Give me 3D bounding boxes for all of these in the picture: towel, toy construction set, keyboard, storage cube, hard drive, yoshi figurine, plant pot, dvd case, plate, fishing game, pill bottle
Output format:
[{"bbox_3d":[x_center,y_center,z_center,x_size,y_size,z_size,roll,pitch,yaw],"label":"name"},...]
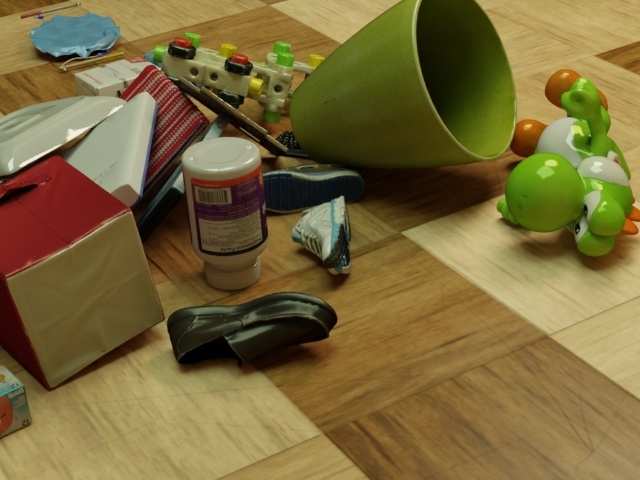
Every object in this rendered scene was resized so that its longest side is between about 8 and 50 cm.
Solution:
[{"bbox_3d":[-0.291,-0.169,2.041,0.199,0.031,0.275,-48,37,3],"label":"towel"},{"bbox_3d":[-0.166,-0.290,2.201,0.327,0.151,0.215,3,16,13],"label":"toy construction set"},{"bbox_3d":[0.016,-0.170,2.099,0.192,0.038,0.100,9,32,20],"label":"keyboard"},{"bbox_3d":[-0.338,0.038,1.611,0.183,0.215,0.193,-31,40,-25],"label":"storage cube"},{"bbox_3d":[-0.343,-0.090,1.902,0.210,0.040,0.319,-35,26,16],"label":"hard drive"},{"bbox_3d":[0.341,-0.115,1.831,0.203,0.204,0.362,-16,31,11],"label":"yoshi figurine"},{"bbox_3d":[0.104,-0.220,1.938,0.293,0.275,0.275,-15,19,37],"label":"plant pot"},{"bbox_3d":[-0.219,-0.073,1.854,0.022,0.180,0.253,37,32,-9],"label":"dvd case"},{"bbox_3d":[-0.497,-0.173,2.080,0.277,0.045,0.278,-4,25,42],"label":"plate"},{"bbox_3d":[-0.502,-0.418,2.598,0.189,0.041,0.264,-21,42,-25],"label":"fishing game"},{"bbox_3d":[-0.127,-0.034,1.724,0.108,0.194,0.108,-3,30,2],"label":"pill bottle"}]

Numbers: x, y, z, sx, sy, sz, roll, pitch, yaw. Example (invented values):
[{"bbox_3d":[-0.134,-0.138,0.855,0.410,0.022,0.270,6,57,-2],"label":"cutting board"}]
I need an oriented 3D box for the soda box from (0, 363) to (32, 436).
[{"bbox_3d":[-0.433,0.214,1.470,0.183,0.058,0.063,-24,35,-29],"label":"soda box"}]

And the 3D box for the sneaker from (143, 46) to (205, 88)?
[{"bbox_3d":[-0.279,-0.317,2.369,0.162,0.063,0.073,15,38,30],"label":"sneaker"}]

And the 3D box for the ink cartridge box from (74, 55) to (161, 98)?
[{"bbox_3d":[-0.372,-0.288,2.334,0.135,0.056,0.099,-22,34,-28],"label":"ink cartridge box"}]

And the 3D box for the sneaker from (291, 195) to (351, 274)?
[{"bbox_3d":[0.000,0.000,1.788,0.082,0.071,0.191,-9,21,4],"label":"sneaker"}]

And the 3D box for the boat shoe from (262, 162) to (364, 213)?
[{"bbox_3d":[-0.028,-0.084,1.938,0.183,0.066,0.066,0,24,-13],"label":"boat shoe"}]

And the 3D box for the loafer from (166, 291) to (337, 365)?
[{"bbox_3d":[-0.085,0.123,1.581,0.220,0.080,0.078,-9,52,11],"label":"loafer"}]

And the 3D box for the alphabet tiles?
[{"bbox_3d":[-0.138,-0.193,1.966,0.198,0.009,0.237,35,-2,-6],"label":"alphabet tiles"}]

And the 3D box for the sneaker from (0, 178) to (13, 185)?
[{"bbox_3d":[-0.524,-0.042,1.920,0.077,0.072,0.178,-2,22,26],"label":"sneaker"}]
